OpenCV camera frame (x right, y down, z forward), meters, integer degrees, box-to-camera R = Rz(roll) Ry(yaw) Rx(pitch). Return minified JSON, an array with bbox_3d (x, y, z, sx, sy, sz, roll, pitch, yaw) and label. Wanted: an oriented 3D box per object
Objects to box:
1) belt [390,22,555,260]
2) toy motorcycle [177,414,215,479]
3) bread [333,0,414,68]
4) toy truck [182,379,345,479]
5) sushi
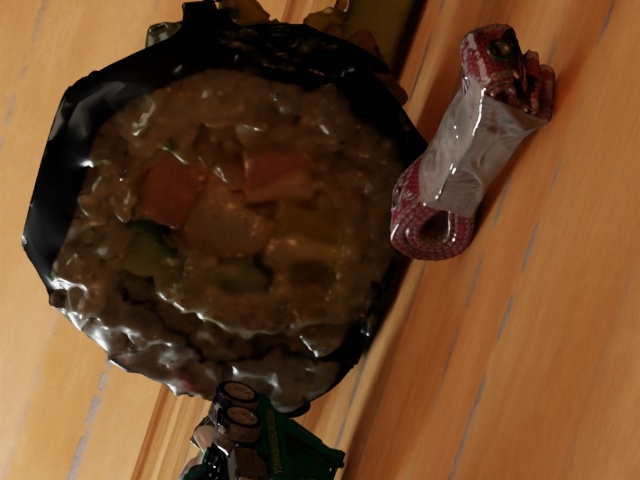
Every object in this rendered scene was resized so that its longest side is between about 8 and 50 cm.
[{"bbox_3d":[0.102,-0.061,1.328,0.232,0.071,0.053,114,165,-58],"label":"belt"},{"bbox_3d":[-0.089,0.218,1.919,0.150,0.102,0.221,-50,4,10],"label":"toy motorcycle"},{"bbox_3d":[0.038,-0.193,2.026,0.138,0.077,0.361,-79,9,-78],"label":"bread"},{"bbox_3d":[-0.039,0.205,1.562,0.216,0.116,0.110,-106,32,-64],"label":"toy truck"},{"bbox_3d":[-0.081,-0.060,1.695,0.285,0.328,0.328,-98,23,-57],"label":"sushi"}]
